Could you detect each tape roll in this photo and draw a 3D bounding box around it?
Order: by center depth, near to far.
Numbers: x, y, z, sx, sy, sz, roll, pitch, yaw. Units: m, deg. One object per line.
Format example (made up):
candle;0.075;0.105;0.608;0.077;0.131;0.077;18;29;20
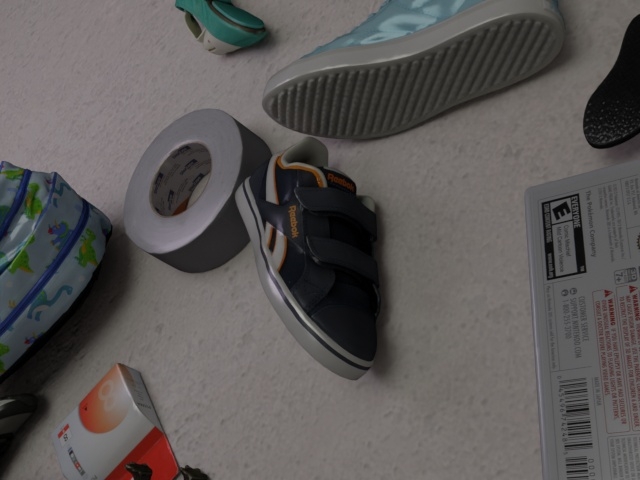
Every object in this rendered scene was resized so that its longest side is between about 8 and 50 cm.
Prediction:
tape roll;-0.168;-0.069;1.120;0.219;0.072;0.219;-19;56;31

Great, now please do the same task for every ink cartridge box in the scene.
ink cartridge box;-0.266;0.268;1.036;0.145;0.045;0.179;-46;44;10

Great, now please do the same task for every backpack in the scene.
backpack;-0.465;0.059;1.182;0.355;0.273;0.290;-28;26;9

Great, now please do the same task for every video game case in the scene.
video game case;0.324;0.066;0.680;0.300;0.036;0.329;-15;58;32

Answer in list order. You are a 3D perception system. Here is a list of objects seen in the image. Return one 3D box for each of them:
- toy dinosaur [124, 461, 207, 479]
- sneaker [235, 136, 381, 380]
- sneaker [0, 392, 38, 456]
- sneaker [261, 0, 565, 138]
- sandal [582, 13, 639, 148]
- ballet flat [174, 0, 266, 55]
toy dinosaur;-0.173;0.347;0.893;0.313;0.121;0.160;27;97;38
sneaker;0.000;0.000;0.911;0.127;0.126;0.321;-45;45;18
sneaker;-0.499;0.321;1.172;0.271;0.100;0.108;-44;74;5
sneaker;0.102;-0.230;0.965;0.366;0.135;0.150;-12;52;24
sandal;0.315;-0.155;0.810;0.067;0.040;0.179;12;60;36
ballet flat;-0.158;-0.337;1.263;0.247;0.083;0.087;50;125;43
